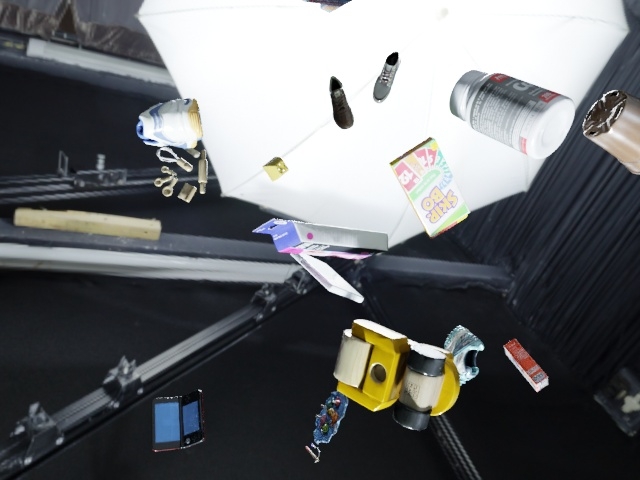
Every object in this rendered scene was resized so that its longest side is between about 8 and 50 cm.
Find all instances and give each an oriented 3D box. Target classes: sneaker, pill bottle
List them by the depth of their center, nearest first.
[{"bbox_3d":[-0.343,-0.262,1.102,0.130,0.112,0.296,-11,-173,-16],"label":"sneaker"},{"bbox_3d":[0.484,-0.338,1.281,0.161,0.161,0.283,-7,-145,-39],"label":"pill bottle"},{"bbox_3d":[0.055,-0.432,1.547,0.071,0.066,0.189,50,-158,-59],"label":"sneaker"},{"bbox_3d":[0.453,0.437,1.654,0.110,0.283,0.122,10,-168,-41],"label":"sneaker"},{"bbox_3d":[0.276,-0.702,2.120,0.083,0.222,0.118,23,-168,7],"label":"sneaker"}]

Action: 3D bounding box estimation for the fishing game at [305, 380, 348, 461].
[{"bbox_3d":[0.024,0.552,1.561,0.041,0.264,0.189,31,167,-12],"label":"fishing game"}]

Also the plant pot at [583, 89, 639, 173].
[{"bbox_3d":[0.747,-0.271,1.194,0.165,0.167,0.167,24,-151,-12],"label":"plant pot"}]

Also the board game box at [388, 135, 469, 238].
[{"bbox_3d":[0.285,-0.124,1.262,0.259,0.124,0.039,55,-176,-30],"label":"board game box"}]

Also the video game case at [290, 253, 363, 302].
[{"bbox_3d":[0.024,0.121,1.659,0.206,0.026,0.227,41,-172,34],"label":"video game case"}]

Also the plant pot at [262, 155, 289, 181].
[{"bbox_3d":[-0.179,-0.304,2.076,0.081,0.082,0.083,-41,-160,-20],"label":"plant pot"}]

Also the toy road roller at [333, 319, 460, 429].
[{"bbox_3d":[0.226,0.360,1.379,0.329,0.203,0.240,18,-173,37],"label":"toy road roller"}]

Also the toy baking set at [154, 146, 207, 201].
[{"bbox_3d":[-0.505,-0.268,1.796,0.196,0.256,0.030,3,171,3],"label":"toy baking set"}]

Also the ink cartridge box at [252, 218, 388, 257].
[{"bbox_3d":[0.000,0.000,1.470,0.370,0.175,0.069,9,-104,-25],"label":"ink cartridge box"}]

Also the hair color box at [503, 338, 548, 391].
[{"bbox_3d":[0.721,0.437,1.737,0.167,0.053,0.093,56,-178,39],"label":"hair color box"}]

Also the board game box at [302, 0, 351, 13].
[{"bbox_3d":[0.023,-0.856,1.722,0.194,0.060,0.194,-7,-175,-22],"label":"board game box"}]

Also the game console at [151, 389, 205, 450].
[{"bbox_3d":[-0.398,0.499,1.380,0.085,0.124,0.144,30,-141,-50],"label":"game console"}]
